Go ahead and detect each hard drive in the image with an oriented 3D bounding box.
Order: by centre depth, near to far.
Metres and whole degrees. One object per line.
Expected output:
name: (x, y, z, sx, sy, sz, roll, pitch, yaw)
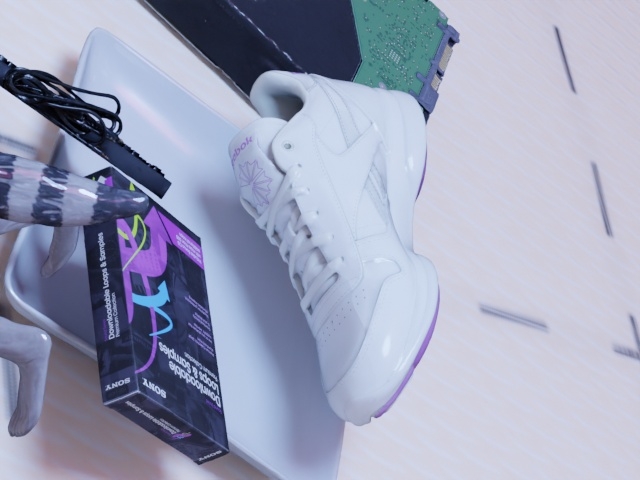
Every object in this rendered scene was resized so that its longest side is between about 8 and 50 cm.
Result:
hard drive: (-0.039, -0.216, 1.559, 0.339, 0.064, 0.237, 41, 37, -15)

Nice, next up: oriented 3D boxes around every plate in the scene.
plate: (-0.088, 0.020, 1.319, 0.277, 0.045, 0.278, 37, 38, -23)

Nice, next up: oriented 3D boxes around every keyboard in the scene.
keyboard: (-0.161, -0.090, 1.197, 0.192, 0.038, 0.100, 35, -1, -35)

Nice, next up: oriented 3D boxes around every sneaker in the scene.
sneaker: (0.000, 0.000, 1.329, 0.152, 0.114, 0.305, 18, 42, -21)

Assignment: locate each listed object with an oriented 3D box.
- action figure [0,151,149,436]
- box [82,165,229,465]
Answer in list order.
action figure: (-0.272, -0.073, 1.070, 0.330, 0.178, 0.341, 33, 36, -17)
box: (-0.103, 0.048, 1.184, 0.116, 0.029, 0.162, 42, 33, -54)
